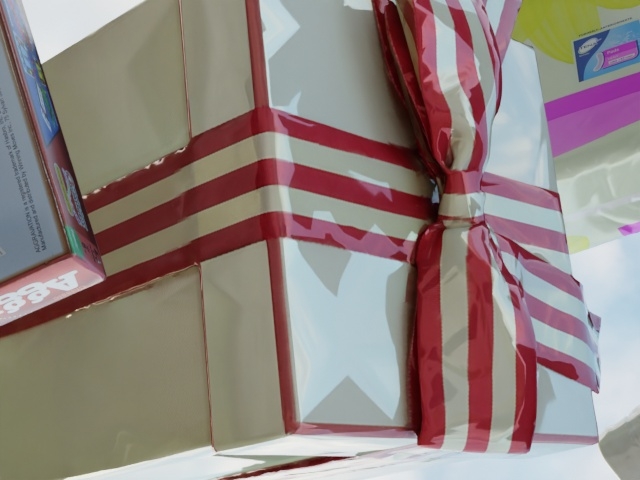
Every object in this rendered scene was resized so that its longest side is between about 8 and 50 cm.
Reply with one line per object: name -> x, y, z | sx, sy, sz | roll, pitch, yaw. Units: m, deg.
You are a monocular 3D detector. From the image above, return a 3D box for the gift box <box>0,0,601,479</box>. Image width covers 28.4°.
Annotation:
gift box -> 0.000, 0.000, 0.662 | 0.258, 0.276, 0.255 | -20, -106, 42

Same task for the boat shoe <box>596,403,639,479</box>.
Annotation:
boat shoe -> 0.248, 0.192, 0.830 | 0.088, 0.267, 0.096 | -24, -134, 10

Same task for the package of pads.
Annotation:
package of pads -> 0.114, -0.091, 0.866 | 0.296, 0.101, 0.229 | -19, -131, 25

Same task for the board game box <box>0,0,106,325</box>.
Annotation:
board game box -> -0.176, -0.083, 0.417 | 0.145, 0.027, 0.281 | -23, -113, 5
